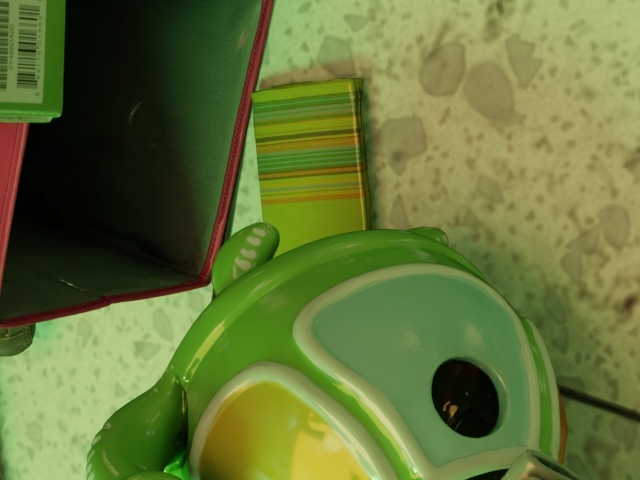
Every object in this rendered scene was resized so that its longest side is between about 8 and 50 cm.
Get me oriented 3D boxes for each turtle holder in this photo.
[{"bbox_3d":[0.016,0.120,1.217,0.243,0.320,0.227,-60,41,14],"label":"turtle holder"}]

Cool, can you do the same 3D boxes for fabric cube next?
[{"bbox_3d":[-0.228,-0.109,1.410,0.258,0.259,0.254,23,108,29],"label":"fabric cube"}]

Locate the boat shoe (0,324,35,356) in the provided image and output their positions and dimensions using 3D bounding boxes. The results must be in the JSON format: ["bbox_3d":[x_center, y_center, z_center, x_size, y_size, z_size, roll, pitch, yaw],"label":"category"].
[{"bbox_3d":[-0.376,0.032,1.614,0.324,0.116,0.097,7,127,32],"label":"boat shoe"}]

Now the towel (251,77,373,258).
[{"bbox_3d":[0.000,0.000,1.415,0.102,0.021,0.237,-3,94,39],"label":"towel"}]

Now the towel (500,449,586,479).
[{"bbox_3d":[0.156,0.299,1.190,0.317,0.331,0.053,-51,26,24],"label":"towel"}]

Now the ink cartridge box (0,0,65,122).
[{"bbox_3d":[-0.291,-0.176,1.234,0.255,0.097,0.189,5,95,32],"label":"ink cartridge box"}]
